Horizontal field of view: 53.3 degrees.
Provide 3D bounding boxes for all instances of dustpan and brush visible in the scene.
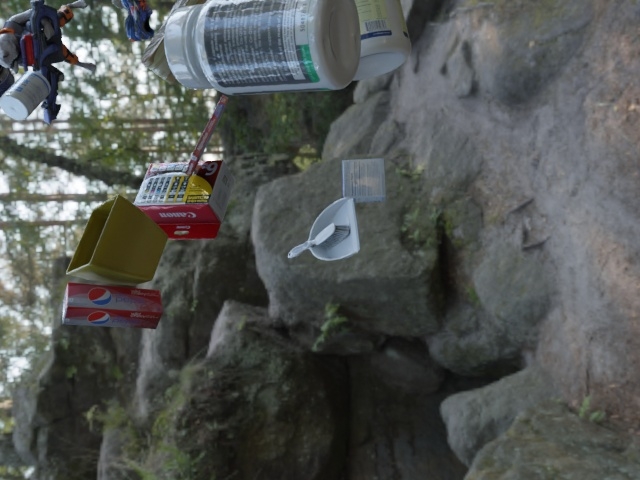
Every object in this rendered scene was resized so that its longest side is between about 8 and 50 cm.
[{"bbox_3d":[0.000,0.000,1.501,0.211,0.060,0.147,-37,50,46],"label":"dustpan and brush"}]

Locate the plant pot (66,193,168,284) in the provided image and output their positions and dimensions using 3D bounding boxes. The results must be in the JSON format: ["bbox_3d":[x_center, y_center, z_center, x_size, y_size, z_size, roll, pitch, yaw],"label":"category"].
[{"bbox_3d":[-0.559,0.021,1.797,0.212,0.187,0.212,-15,54,51],"label":"plant pot"}]

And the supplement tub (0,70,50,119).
[{"bbox_3d":[-0.677,-0.334,1.465,0.071,0.071,0.107,91,-170,-45],"label":"supplement tub"}]

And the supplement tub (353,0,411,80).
[{"bbox_3d":[0.103,-0.627,1.738,0.235,0.236,0.324,124,134,-83],"label":"supplement tub"}]

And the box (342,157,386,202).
[{"bbox_3d":[0.138,-0.189,2.032,0.072,0.137,0.126,62,-153,-81],"label":"box"}]

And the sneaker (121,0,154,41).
[{"bbox_3d":[-0.575,-0.742,2.024,0.083,0.087,0.221,-74,-13,-49],"label":"sneaker"}]

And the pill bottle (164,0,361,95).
[{"bbox_3d":[-0.119,-0.398,1.280,0.204,0.361,0.204,-15,-73,-63],"label":"pill bottle"}]

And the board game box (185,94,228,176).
[{"bbox_3d":[-0.405,-0.373,2.271,0.145,0.027,0.281,-46,21,58],"label":"board game box"}]

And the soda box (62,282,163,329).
[{"bbox_3d":[-0.592,0.189,1.824,0.083,0.264,0.092,-61,34,37],"label":"soda box"}]

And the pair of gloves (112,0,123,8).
[{"bbox_3d":[-0.641,-0.881,2.191,0.042,0.204,0.240,58,179,0],"label":"pair of gloves"}]

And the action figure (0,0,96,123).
[{"bbox_3d":[-0.782,-0.518,1.792,0.330,0.179,0.341,-43,-31,-60],"label":"action figure"}]

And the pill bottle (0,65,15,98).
[{"bbox_3d":[-0.986,-0.498,1.903,0.219,0.123,0.122,155,112,-73],"label":"pill bottle"}]

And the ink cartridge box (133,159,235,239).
[{"bbox_3d":[-0.500,-0.147,2.321,0.130,0.310,0.271,64,-149,-52],"label":"ink cartridge box"}]

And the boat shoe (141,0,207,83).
[{"bbox_3d":[-0.339,-0.578,1.695,0.341,0.110,0.122,-56,33,-3],"label":"boat shoe"}]
